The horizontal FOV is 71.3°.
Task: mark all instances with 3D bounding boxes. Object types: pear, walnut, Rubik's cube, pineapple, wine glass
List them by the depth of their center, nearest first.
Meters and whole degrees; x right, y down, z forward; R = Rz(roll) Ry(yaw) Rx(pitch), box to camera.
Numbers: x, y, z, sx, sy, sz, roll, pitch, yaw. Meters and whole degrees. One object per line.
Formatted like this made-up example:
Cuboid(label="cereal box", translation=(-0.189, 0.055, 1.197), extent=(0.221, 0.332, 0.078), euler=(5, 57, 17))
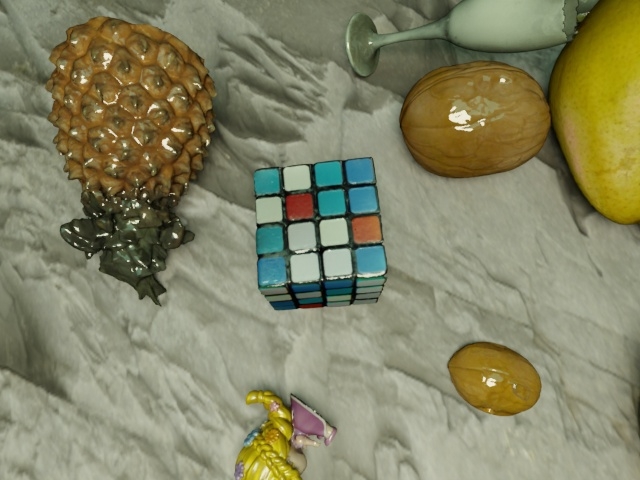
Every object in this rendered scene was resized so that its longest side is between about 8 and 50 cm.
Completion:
Cuboid(label="walnut", translation=(0.229, 0.175, 0.573), extent=(0.121, 0.052, 0.091), euler=(16, 69, 4))
Cuboid(label="pear", translation=(0.458, -0.180, 0.575), extent=(0.284, 0.285, 0.336), euler=(-18, 77, -5))
Cuboid(label="Rubik's cube", translation=(0.000, 0.000, 0.583), extent=(0.151, 0.155, 0.154), euler=(-6, 70, -1))
Cuboid(label="pineapple", translation=(-0.260, -0.088, 0.608), extent=(0.222, 0.223, 0.358), euler=(4, 88, 3))
Cuboid(label="walnut", translation=(0.217, -0.171, 0.635), extent=(0.207, 0.167, 0.167), euler=(-6, 71, 1))
Cuboid(label="wine glass", translation=(0.218, -0.376, 0.661), extent=(0.309, 0.096, 0.264), euler=(7, 66, 38))

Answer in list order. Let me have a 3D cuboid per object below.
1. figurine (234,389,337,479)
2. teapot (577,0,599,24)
Cuboid(label="figurine", translation=(-0.068, 0.256, 0.527), extent=(0.115, 0.095, 0.156), euler=(36, 71, 0))
Cuboid(label="teapot", translation=(0.448, -0.425, 0.748), extent=(0.165, 0.130, 0.119), euler=(30, 54, -22))
